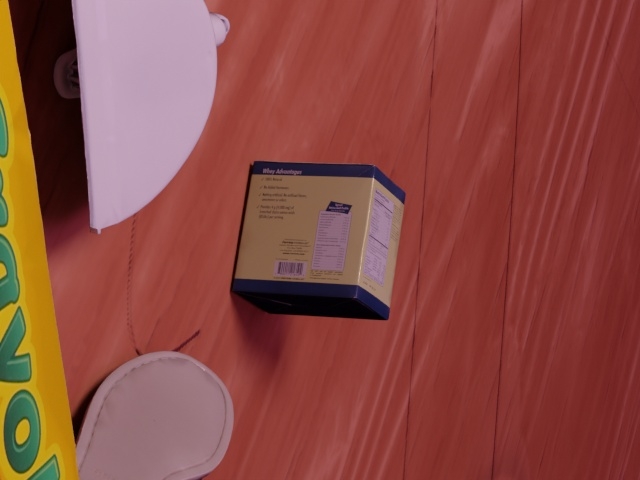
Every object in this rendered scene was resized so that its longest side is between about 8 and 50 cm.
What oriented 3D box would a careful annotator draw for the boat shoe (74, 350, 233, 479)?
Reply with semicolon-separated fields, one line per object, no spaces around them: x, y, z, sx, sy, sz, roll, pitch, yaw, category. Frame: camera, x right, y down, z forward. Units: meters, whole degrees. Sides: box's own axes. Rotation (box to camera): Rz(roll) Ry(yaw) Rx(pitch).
-0.107;0.130;0.986;0.065;0.075;0.206;-51;-175;34;boat shoe

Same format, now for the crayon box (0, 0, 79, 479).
-0.208;0.077;0.666;0.313;0.106;0.363;-38;126;-60;crayon box

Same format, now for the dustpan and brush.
-0.086;-0.097;1.010;0.211;0.060;0.147;-26;117;-56;dustpan and brush

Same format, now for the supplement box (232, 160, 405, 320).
0.000;0.000;1.163;0.056;0.083;0.083;38;58;-62;supplement box
